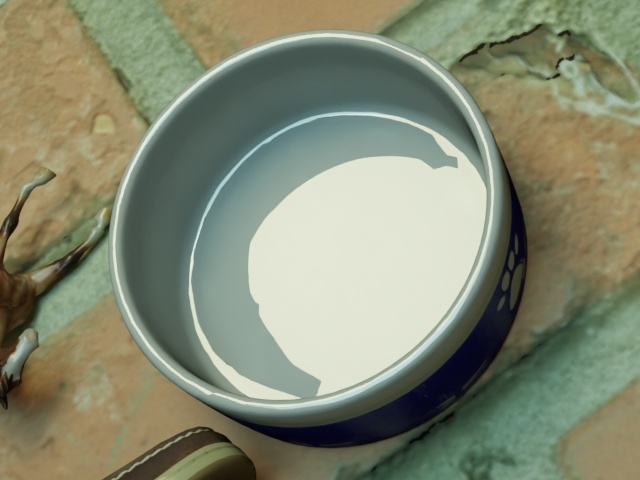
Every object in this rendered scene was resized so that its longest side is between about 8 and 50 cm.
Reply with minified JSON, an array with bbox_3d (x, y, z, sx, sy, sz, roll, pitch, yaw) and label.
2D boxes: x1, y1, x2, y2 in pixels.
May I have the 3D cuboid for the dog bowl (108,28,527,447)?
[{"bbox_3d":[0.000,0.000,0.869,0.265,0.104,0.264,-7,67,17],"label":"dog bowl"}]

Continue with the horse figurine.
[{"bbox_3d":[-0.282,0.008,0.992,0.263,0.066,0.174,23,73,24],"label":"horse figurine"}]

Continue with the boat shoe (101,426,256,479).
[{"bbox_3d":[-0.202,0.210,0.854,0.342,0.123,0.123,-38,63,10],"label":"boat shoe"}]
